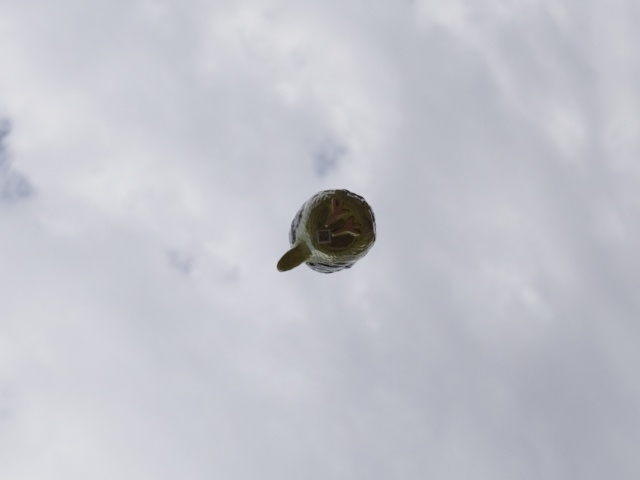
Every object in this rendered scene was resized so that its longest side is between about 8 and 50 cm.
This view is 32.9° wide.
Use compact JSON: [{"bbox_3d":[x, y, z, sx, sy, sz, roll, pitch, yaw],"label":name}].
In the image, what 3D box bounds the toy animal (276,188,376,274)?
[{"bbox_3d":[0.000,0.000,1.251,0.137,0.098,0.098,-36,-84,-14],"label":"toy animal"}]
